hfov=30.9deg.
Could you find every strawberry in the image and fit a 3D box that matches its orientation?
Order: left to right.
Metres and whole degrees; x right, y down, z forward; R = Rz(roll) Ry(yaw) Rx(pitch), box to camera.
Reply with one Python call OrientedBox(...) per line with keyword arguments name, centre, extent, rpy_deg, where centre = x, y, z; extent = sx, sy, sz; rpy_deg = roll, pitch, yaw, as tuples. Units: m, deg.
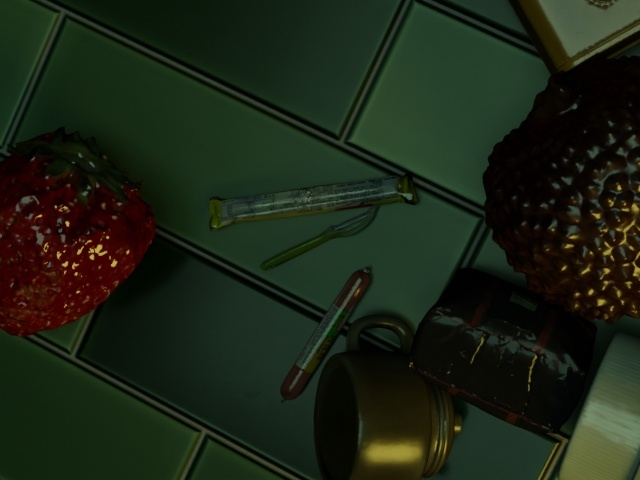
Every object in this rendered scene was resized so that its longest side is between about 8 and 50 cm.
OrientedBox(name="strawberry", centre=(-0.358, 0.003, 1.549), extent=(0.257, 0.257, 0.277), rpy_deg=(33, 114, 9))

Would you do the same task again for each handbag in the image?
OrientedBox(name="handbag", centre=(0.233, 0.131, 1.457), extent=(0.215, 0.169, 0.155), rpy_deg=(24, 111, 8))

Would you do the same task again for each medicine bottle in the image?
OrientedBox(name="medicine bottle", centre=(0.460, 0.254, 1.374), extent=(0.306, 0.245, 0.245), rpy_deg=(21, 96, 17))

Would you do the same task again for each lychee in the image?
OrientedBox(name="lychee", centre=(0.345, -0.059, 1.363), extent=(0.306, 0.306, 0.330), rpy_deg=(-36, 111, 11))

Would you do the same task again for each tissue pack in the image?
OrientedBox(name="tissue pack", centre=(0.311, -0.360, 1.435), extent=(0.194, 0.145, 0.274), rpy_deg=(-30, 85, 13))

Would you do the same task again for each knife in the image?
OrientedBox(name="knife", centre=(0.000, 0.000, 1.575), extent=(0.184, 0.022, 0.026), rpy_deg=(-25, 60, 12))

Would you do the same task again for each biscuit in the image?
OrientedBox(name="biscuit", centre=(-0.014, -0.054, 1.570), extent=(0.292, 0.026, 0.048), rpy_deg=(-7, 68, 13))

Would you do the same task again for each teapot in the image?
OrientedBox(name="teapot", centre=(0.097, 0.223, 1.497), extent=(0.175, 0.185, 0.267), rpy_deg=(4, 67, -20))

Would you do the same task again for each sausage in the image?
OrientedBox(name="sausage", centre=(0.005, 0.129, 1.575), extent=(0.029, 0.029, 0.223), rpy_deg=(34, 99, 9))
